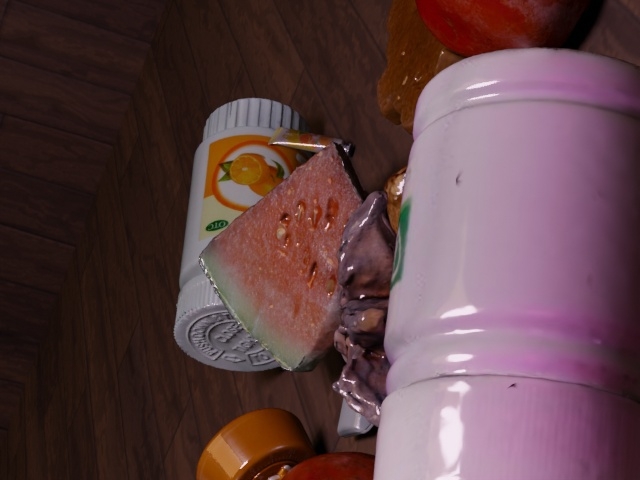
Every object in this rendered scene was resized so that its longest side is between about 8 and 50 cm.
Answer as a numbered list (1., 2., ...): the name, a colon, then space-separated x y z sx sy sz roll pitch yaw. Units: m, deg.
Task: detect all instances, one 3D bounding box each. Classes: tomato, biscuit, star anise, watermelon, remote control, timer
1. tomato: 0.166 -0.250 1.493 0.187 0.151 0.187 -162 90 -77
2. biscuit: 0.143 -0.246 1.725 0.278 0.043 0.301 -91 26 -48
3. star anise: 0.038 0.045 1.288 0.208 0.063 0.172 -59 -33 -82
4. watermelon: 0.000 0.000 1.773 0.193 0.139 0.257 49 134 17
5. remote control: 0.049 0.123 1.700 0.061 0.029 0.162 152 132 -64
6. timer: -0.040 0.272 1.736 0.152 0.132 0.132 47 122 43

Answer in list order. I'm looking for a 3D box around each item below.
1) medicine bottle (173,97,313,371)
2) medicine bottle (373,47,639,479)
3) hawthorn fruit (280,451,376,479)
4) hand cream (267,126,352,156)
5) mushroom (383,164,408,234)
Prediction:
1. medicine bottle: -0.087 -0.013 2.017 0.158 0.158 0.318 128 152 -49
2. medicine bottle: 0.153 0.050 1.163 0.212 0.212 0.326 140 141 -60
3. hawthorn fruit: 0.020 0.261 1.377 0.185 0.202 0.185 -22 52 31
4. hand cream: -0.011 -0.118 1.989 0.022 0.102 0.035 86 -156 -45
5. mushroom: 0.128 0.029 1.408 0.231 0.138 0.194 123 142 -72
